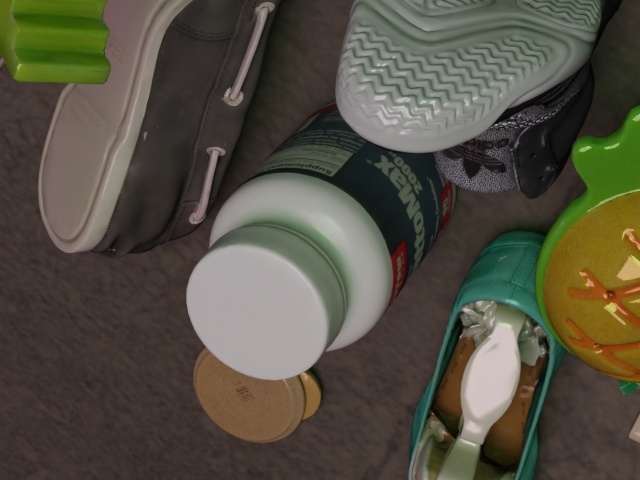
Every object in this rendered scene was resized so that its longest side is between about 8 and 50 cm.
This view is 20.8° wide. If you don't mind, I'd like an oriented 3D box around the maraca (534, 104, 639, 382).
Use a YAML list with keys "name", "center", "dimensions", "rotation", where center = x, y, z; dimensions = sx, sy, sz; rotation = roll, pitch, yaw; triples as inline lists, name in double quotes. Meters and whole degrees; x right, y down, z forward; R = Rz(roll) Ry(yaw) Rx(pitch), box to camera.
- name: "maraca"
  center: [0.180, 0.004, 0.932]
  dimensions: [0.127, 0.099, 0.185]
  rotation: [0, 131, -2]

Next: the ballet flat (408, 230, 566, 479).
- name: "ballet flat"
  center: [0.092, 0.110, 1.052]
  dimensions: [0.083, 0.087, 0.247]
  rotation: [21, 123, 15]

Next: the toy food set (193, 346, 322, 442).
- name: "toy food set"
  center: [-0.046, 0.095, 1.148]
  dimensions: [0.082, 0.020, 0.083]
  rotation: [46, 125, -3]

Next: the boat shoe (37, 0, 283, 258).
- name: "boat shoe"
  center: [-0.071, -0.132, 1.009]
  dimensions: [0.112, 0.096, 0.335]
  rotation: [52, 129, 37]

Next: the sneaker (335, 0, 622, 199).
- name: "sneaker"
  center: [0.081, -0.074, 0.854]
  dimensions: [0.101, 0.268, 0.153]
  rotation: [25, 129, 16]

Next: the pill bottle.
- name: "pill bottle"
  center: [0.000, 0.000, 0.978]
  dimensions: [0.108, 0.180, 0.108]
  rotation: [11, 120, 19]

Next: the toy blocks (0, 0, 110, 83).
- name: "toy blocks"
  center: [-0.175, -0.295, 0.851]
  dimensions: [0.381, 0.191, 0.261]
  rotation: [59, 136, 38]

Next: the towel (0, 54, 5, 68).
- name: "towel"
  center: [-0.239, -0.131, 1.121]
  dimensions: [0.083, 0.009, 0.060]
  rotation: [41, 126, 0]

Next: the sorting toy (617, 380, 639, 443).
- name: "sorting toy"
  center: [0.208, 0.104, 1.042]
  dimensions: [0.083, 0.012, 0.062]
  rotation: [26, 124, 9]
